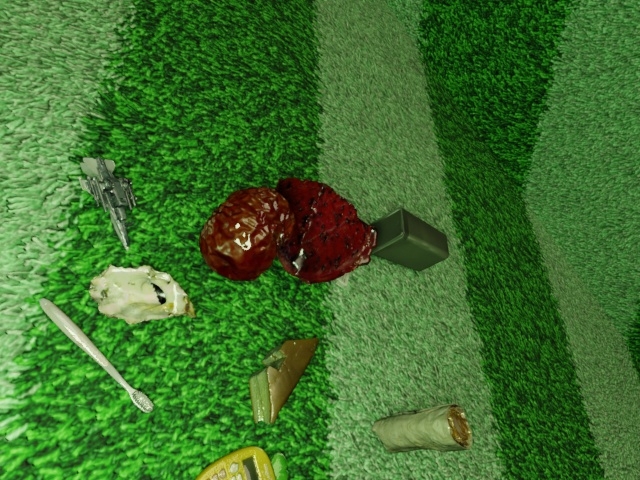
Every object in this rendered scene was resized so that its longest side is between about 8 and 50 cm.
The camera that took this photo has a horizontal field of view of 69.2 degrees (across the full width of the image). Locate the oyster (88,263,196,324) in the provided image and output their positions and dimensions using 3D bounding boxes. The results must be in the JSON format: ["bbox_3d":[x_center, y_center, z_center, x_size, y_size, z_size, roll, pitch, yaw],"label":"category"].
[{"bbox_3d":[-0.381,0.115,0.999,0.209,0.072,0.132,-5,74,-22],"label":"oyster"}]

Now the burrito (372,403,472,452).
[{"bbox_3d":[0.266,0.480,1.177,0.143,0.299,0.105,16,60,-28],"label":"burrito"}]

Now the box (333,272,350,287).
[{"bbox_3d":[0.048,0.100,1.408,0.083,0.024,0.054,37,48,-20],"label":"box"}]

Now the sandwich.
[{"bbox_3d":[-0.100,0.310,1.105,0.088,0.090,0.244,47,46,-15],"label":"sandwich"}]

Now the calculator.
[{"bbox_3d":[-0.165,0.515,0.965,0.235,0.032,0.146,-6,70,-41],"label":"calculator"}]

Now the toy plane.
[{"bbox_3d":[-0.462,-0.095,1.042,0.234,0.082,0.160,60,17,4],"label":"toy plane"}]

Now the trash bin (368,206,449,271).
[{"bbox_3d":[0.305,0.004,1.589,0.241,0.164,0.122,22,53,-31],"label":"trash bin"}]

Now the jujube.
[{"bbox_3d":[-0.180,-0.021,1.144,0.213,0.213,0.232,42,48,-14],"label":"jujube"}]

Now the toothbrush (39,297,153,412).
[{"bbox_3d":[-0.435,0.225,0.905,0.307,0.029,0.025,49,50,-7],"label":"toothbrush"}]

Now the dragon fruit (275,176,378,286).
[{"bbox_3d":[-0.008,-0.001,1.370,0.329,0.228,0.285,23,78,-48],"label":"dragon fruit"}]
